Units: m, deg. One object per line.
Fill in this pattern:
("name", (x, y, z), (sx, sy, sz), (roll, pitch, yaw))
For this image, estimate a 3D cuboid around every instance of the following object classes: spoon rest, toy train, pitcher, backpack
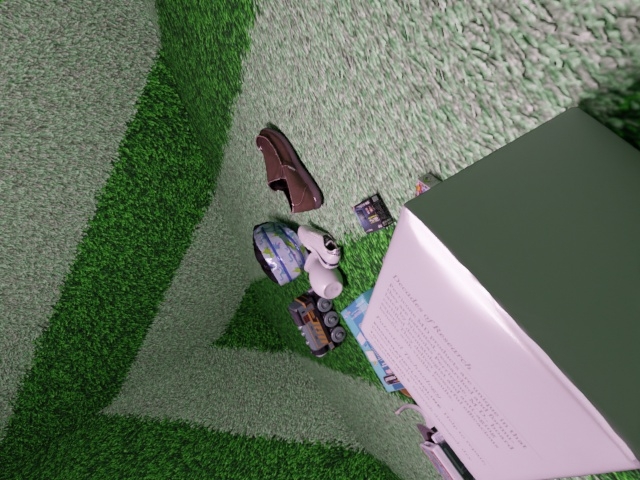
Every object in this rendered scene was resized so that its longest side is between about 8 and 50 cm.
("spoon rest", (0.415, 0.721, 1.643), (0.276, 0.084, 0.137), (41, 157, 14))
("toy train", (-0.015, 0.386, 2.040), (0.142, 0.190, 0.334), (18, 134, 63))
("pitcher", (0.011, 0.115, 1.724), (0.207, 0.125, 0.178), (-125, 32, -50))
("backpack", (-0.181, 0.058, 1.937), (0.355, 0.273, 0.290), (-77, -35, -78))

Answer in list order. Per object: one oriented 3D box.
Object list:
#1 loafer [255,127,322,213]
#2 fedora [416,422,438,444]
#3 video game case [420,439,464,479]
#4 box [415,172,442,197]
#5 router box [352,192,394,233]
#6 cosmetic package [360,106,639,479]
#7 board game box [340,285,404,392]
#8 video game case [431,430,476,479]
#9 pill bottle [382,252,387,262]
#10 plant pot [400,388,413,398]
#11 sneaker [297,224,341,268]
("loafer", (-0.137, -0.247, 1.533), (0.366, 0.130, 0.134), (54, 160, 18))
("fedora", (0.445, 0.652, 1.365), (0.276, 0.124, 0.244), (53, 162, 4))
("video game case", (0.382, 0.691, 1.273), (0.204, 0.025, 0.285), (53, 171, 21))
("box", (0.260, -0.040, 0.976), (0.114, 0.036, 0.207), (45, 156, 37))
("router box", (0.145, -0.073, 1.214), (0.092, 0.038, 0.122), (60, 161, -2))
("cosmetic package", (0.301, 0.102, 0.633), (0.327, 0.329, 0.394), (52, 158, 25))
("board game box", (0.220, 0.349, 1.515), (0.336, 0.079, 0.254), (59, 156, 13))
("video game case", (0.442, 0.588, 1.223), (0.190, 0.173, 0.022), (53, -176, 20))
("pill bottle", (0.238, 0.134, 1.137), (0.131, 0.131, 0.230), (30, 144, 56))
("plant pot", (0.305, 0.511, 1.659), (0.236, 0.032, 0.236), (49, 157, 28))
("sneaker", (0.000, 0.000, 1.641), (0.235, 0.090, 0.095), (43, 142, 32))
